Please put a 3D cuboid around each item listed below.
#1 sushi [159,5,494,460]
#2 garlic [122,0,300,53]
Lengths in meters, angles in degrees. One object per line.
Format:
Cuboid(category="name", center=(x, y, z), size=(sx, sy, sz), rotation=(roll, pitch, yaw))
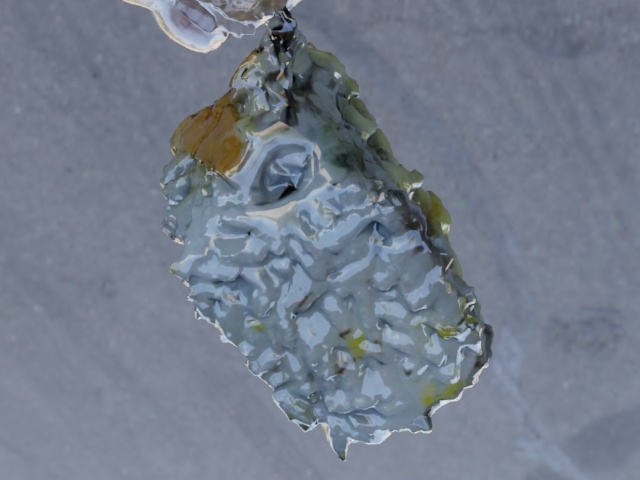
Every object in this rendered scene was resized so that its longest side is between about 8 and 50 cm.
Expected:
Cuboid(category="sushi", center=(0.000, 0.000, 0.914), size=(0.139, 0.184, 0.274), rotation=(-34, 114, 8))
Cuboid(category="garlic", center=(-0.105, -0.236, 1.099), size=(0.214, 0.191, 0.160), rotation=(32, 120, -21))
